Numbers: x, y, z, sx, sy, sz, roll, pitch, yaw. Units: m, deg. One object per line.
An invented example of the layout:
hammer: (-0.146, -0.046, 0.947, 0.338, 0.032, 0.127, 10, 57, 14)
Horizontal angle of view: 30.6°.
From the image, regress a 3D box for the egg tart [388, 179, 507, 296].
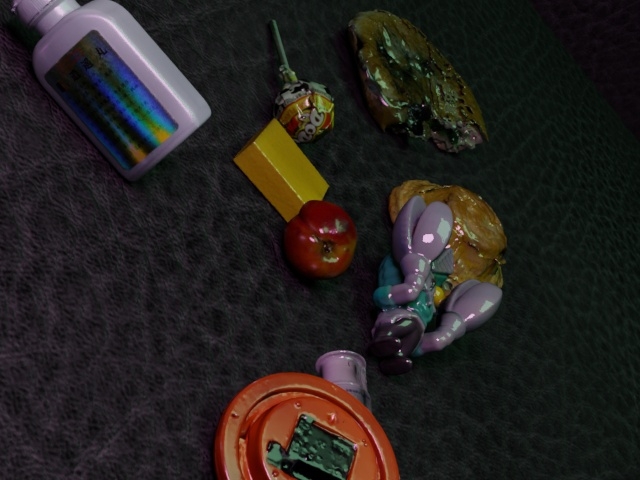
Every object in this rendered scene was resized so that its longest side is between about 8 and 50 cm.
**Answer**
egg tart: (0.207, -0.005, 1.795, 0.241, 0.106, 0.241, 34, 36, -29)

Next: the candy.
candy: (-0.042, -0.247, 1.707, 0.083, 0.091, 0.305, 32, 28, -34)

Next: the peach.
peach: (-0.001, 0.000, 1.463, 0.101, 0.101, 0.100, 39, 31, -28)

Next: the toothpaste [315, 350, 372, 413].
toothpaste: (0.028, 0.265, 1.240, 0.100, 0.066, 0.323, 29, 41, -32)

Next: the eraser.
eraser: (-0.049, -0.089, 1.537, 0.122, 0.045, 0.097, 50, 26, -10)

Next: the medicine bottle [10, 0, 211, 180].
medicine bottle: (-0.235, -0.184, 1.263, 0.229, 0.121, 0.083, 49, 28, -10)

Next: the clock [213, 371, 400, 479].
clock: (-0.010, 0.225, 1.168, 0.205, 0.051, 0.205, 18, 49, -23)

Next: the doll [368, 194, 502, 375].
doll: (0.151, 0.074, 1.569, 0.195, 0.153, 0.258, 42, 45, -49)

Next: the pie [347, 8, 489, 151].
pie: (0.162, -0.279, 2.067, 0.371, 0.078, 0.296, 1, 57, -57)
